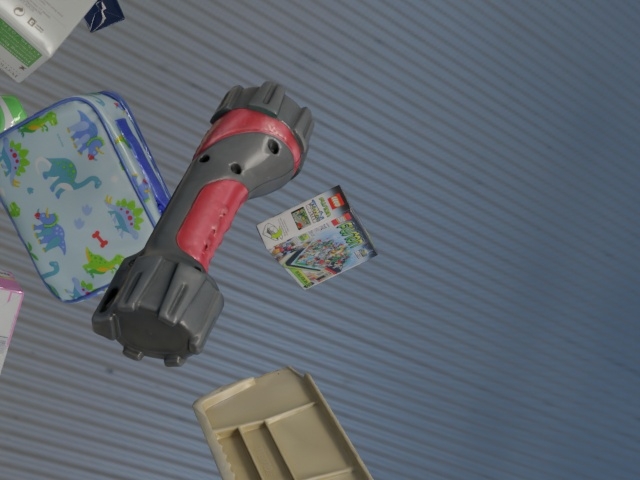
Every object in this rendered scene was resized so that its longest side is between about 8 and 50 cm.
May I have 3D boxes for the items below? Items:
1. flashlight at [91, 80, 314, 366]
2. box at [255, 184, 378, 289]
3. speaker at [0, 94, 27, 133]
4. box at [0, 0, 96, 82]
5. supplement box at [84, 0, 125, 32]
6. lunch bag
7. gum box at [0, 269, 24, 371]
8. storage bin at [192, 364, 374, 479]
[{"bbox_3d":[-0.091,-0.019,1.069,0.103,0.103,0.304,42,42,-21],"label":"flashlight"},{"bbox_3d":[0.000,0.000,1.492,0.114,0.207,0.036,-26,70,5],"label":"box"},{"bbox_3d":[-0.625,-0.142,1.934,0.297,0.131,0.131,-22,109,-20],"label":"speaker"},{"bbox_3d":[-0.276,-0.223,1.096,0.101,0.087,0.102,42,60,-19],"label":"box"},{"bbox_3d":[-0.329,-0.362,1.723,0.056,0.083,0.083,-22,123,-2],"label":"supplement box"},{"bbox_3d":[-0.262,-0.050,1.342,0.219,0.176,0.090,63,21,-4],"label":"lunch bag"},{"bbox_3d":[-0.528,0.146,1.850,0.062,0.107,0.188,15,99,-28],"label":"gum box"},{"bbox_3d":[-0.014,0.295,1.137,0.123,0.260,0.262,-19,118,-11],"label":"storage bin"}]
